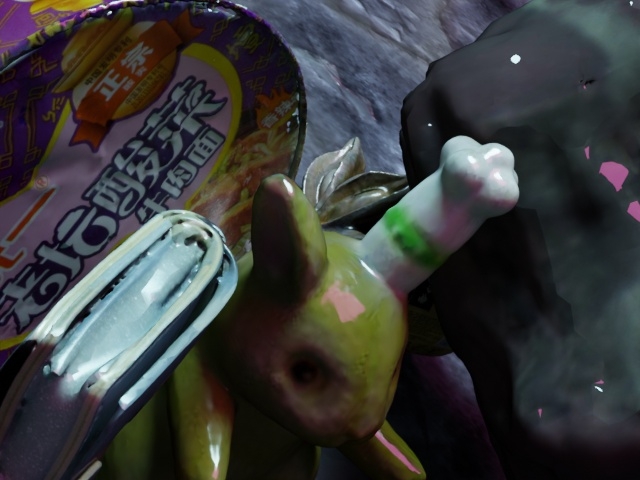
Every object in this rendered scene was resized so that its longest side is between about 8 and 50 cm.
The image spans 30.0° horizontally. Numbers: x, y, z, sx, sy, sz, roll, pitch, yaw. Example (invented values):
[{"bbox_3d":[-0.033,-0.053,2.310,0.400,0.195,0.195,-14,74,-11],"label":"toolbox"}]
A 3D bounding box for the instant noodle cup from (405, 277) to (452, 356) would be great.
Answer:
[{"bbox_3d":[0.076,0.041,1.114,0.122,0.151,0.151,27,32,-38],"label":"instant noodle cup"}]

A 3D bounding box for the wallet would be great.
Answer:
[{"bbox_3d":[-0.154,0.109,0.683,0.075,0.250,0.176,37,32,-1],"label":"wallet"}]

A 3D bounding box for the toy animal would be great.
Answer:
[{"bbox_3d":[-0.019,0.087,0.772,0.181,0.363,0.180,0,62,-40],"label":"toy animal"}]

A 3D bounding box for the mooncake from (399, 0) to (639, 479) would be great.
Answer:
[{"bbox_3d":[0.190,0.028,0.899,0.350,0.212,0.381,58,15,-67],"label":"mooncake"}]

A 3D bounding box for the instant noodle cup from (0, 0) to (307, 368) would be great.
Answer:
[{"bbox_3d":[-0.216,-0.092,0.850,0.339,0.340,0.266,-4,40,-47],"label":"instant noodle cup"}]

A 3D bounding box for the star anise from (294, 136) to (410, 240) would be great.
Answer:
[{"bbox_3d":[-0.011,-0.005,1.057,0.197,0.212,0.073,47,-3,44],"label":"star anise"}]
